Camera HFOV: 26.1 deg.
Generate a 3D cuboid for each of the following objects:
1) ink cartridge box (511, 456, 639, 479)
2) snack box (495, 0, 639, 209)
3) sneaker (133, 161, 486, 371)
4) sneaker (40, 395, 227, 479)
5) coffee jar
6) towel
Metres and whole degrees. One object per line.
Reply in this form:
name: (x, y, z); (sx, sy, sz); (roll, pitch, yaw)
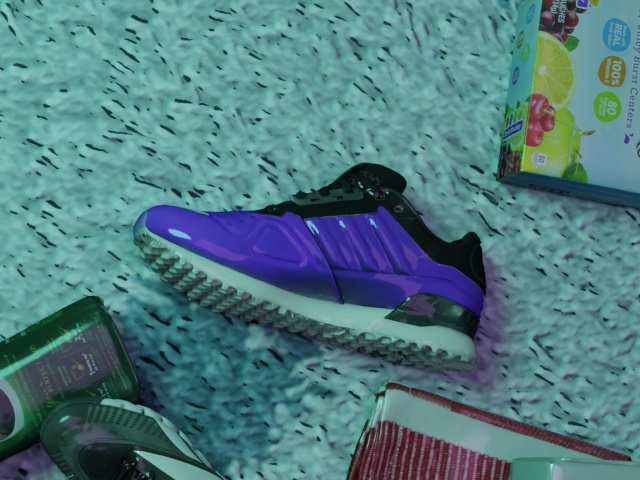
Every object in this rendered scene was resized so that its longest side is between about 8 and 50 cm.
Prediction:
ink cartridge box: (0.229, 0.278, 1.091); (0.153, 0.087, 0.208); (7, 82, -14)
snack box: (0.253, -0.138, 1.185); (0.175, 0.070, 0.207); (11, 82, -11)
sneaker: (0.000, 0.000, 1.110); (0.293, 0.102, 0.146); (18, 76, -13)
sneaker: (-0.104, 0.198, 1.019); (0.234, 0.106, 0.078); (41, 93, -23)
coffee jar: (-0.235, 0.119, 1.052); (0.184, 0.079, 0.096); (-23, 95, -14)
towel: (0.111, 0.301, 1.120); (0.237, 0.037, 0.329); (19, 80, -9)
